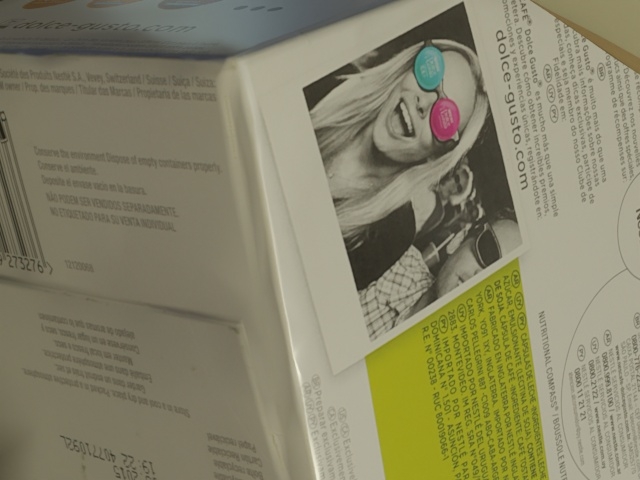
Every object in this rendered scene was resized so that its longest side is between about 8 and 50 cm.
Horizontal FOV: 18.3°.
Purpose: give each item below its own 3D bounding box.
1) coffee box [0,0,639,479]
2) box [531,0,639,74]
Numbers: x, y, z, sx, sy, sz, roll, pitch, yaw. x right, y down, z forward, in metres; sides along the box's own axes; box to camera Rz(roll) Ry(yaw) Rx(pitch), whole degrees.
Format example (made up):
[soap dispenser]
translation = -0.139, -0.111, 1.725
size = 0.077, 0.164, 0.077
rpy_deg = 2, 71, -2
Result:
[coffee box]
translation = 0.000, 0.000, 1.168
size = 0.338, 0.334, 0.338
rpy_deg = 9, -63, 48
[box]
translation = 0.189, -0.125, 0.788
size = 0.311, 0.148, 0.121
rpy_deg = 35, -10, -5
